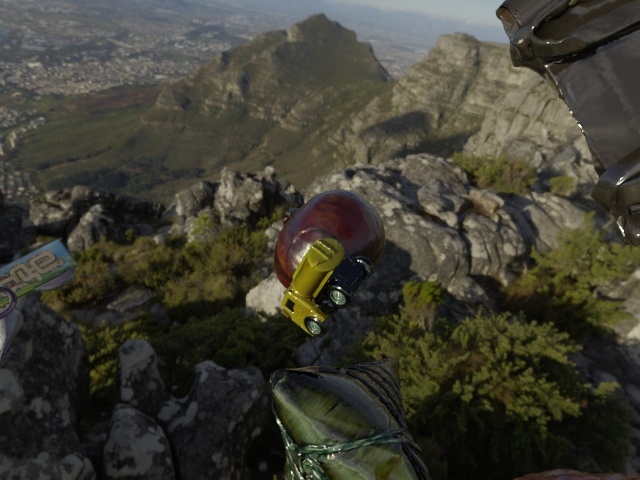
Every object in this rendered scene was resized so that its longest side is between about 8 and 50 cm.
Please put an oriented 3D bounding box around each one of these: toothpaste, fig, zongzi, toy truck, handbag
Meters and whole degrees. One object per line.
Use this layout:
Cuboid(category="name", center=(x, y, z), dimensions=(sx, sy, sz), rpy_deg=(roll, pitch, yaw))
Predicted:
Cuboid(category="toothpaste", center=(-0.458, 0.077, 0.587), dimensions=(0.193, 0.070, 0.044), rpy_deg=(-37, 20, -29))
Cuboid(category="toothpaste", center=(-0.624, 0.209, 0.759), dimensions=(0.069, 0.099, 0.282), rpy_deg=(20, 46, -31))
Cuboid(category="fig", center=(0.011, 0.010, 0.798), dimensions=(0.235, 0.235, 0.214), rpy_deg=(-25, 85, -43))
Cuboid(category="zongzi", center=(0.082, 0.325, 0.775), dimensions=(0.319, 0.383, 0.362), rpy_deg=(41, 60, 13))
Cuboid(category="toy truck", center=(0.001, 0.042, 0.350), dimensions=(0.054, 0.083, 0.049), rpy_deg=(38, 45, 8))
Cuboid(category="handbag", center=(0.321, -0.157, 0.339), dimensions=(0.257, 0.285, 0.113), rpy_deg=(-25, -8, 13))

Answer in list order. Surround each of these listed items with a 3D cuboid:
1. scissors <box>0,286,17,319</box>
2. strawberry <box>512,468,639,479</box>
Cuboid(category="scissors", center=(-0.401, 0.076, 0.393), dimensions=(0.085, 0.022, 0.176), rpy_deg=(54, 30, -7))
Cuboid(category="strawberry", center=(0.183, 0.279, 0.228), dimensions=(0.258, 0.261, 0.261), rpy_deg=(40, 24, -20))
